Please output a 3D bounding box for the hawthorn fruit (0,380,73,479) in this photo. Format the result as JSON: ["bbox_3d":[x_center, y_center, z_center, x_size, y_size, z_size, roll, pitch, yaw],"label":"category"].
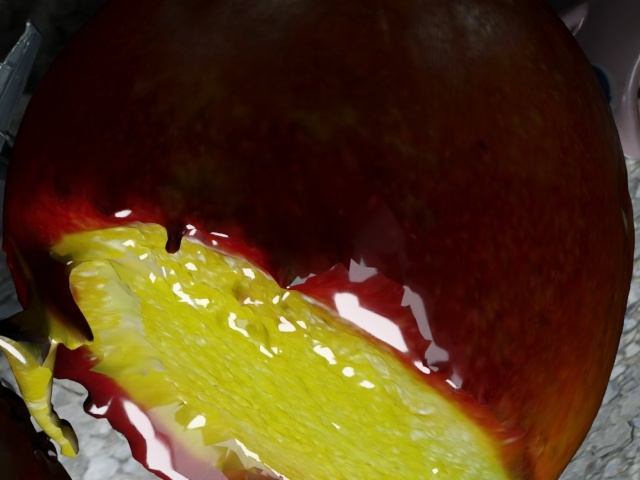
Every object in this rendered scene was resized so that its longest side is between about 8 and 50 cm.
[{"bbox_3d":[-0.293,0.180,0.886,0.324,0.308,0.308,-14,137,-18],"label":"hawthorn fruit"}]

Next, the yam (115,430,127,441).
[{"bbox_3d":[-0.122,0.083,1.088,0.054,0.054,0.132,-15,136,-22],"label":"yam"}]

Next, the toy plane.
[{"bbox_3d":[-0.222,-0.051,0.877,0.226,0.058,0.226,-29,143,19],"label":"toy plane"}]

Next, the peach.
[{"bbox_3d":[0.008,-0.008,0.872,0.335,0.310,0.406,6,152,20],"label":"peach"}]

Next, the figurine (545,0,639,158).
[{"bbox_3d":[0.273,-0.160,1.016,0.287,0.186,0.176,-34,140,-11],"label":"figurine"}]
